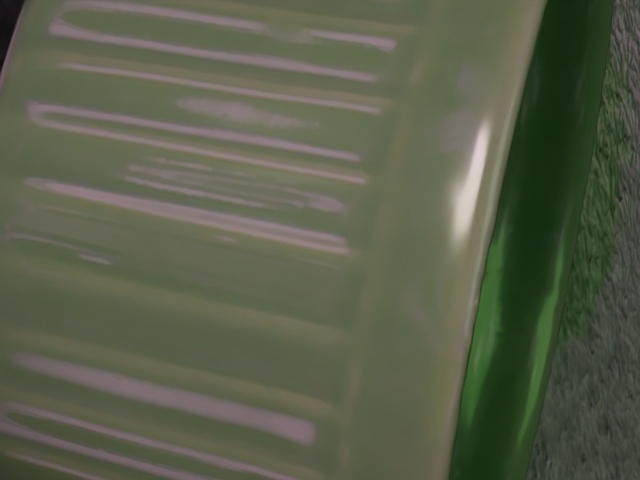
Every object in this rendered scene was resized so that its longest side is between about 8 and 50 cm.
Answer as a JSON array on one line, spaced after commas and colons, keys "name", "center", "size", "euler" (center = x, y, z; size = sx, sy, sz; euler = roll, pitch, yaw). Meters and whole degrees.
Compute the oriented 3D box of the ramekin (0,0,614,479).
[{"name": "ramekin", "center": [0.000, 0.000, 0.587], "size": [0.303, 0.148, 0.303], "euler": [11, 90, -78]}]
